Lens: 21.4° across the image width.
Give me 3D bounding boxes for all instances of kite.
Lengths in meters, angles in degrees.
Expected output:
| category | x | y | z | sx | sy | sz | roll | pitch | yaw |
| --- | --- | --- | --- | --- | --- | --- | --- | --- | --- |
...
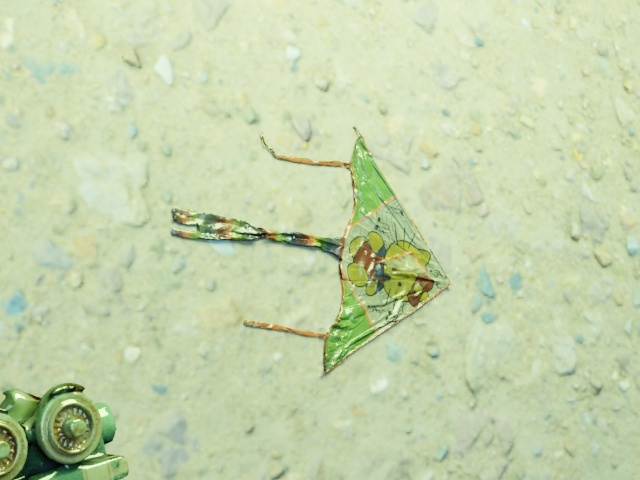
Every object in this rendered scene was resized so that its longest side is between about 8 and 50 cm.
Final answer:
| category | x | y | z | sx | sy | sz | roll | pitch | yaw |
| --- | --- | --- | --- | --- | --- | --- | --- | --- | --- |
| kite | 0.000 | 0.000 | 1.244 | 0.244 | 0.006 | 0.198 | 15 | 70 | -30 |

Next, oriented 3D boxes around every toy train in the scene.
| category | x | y | z | sx | sy | sz | roll | pitch | yaw |
| --- | --- | --- | --- | --- | --- | --- | --- | --- | --- |
| toy train | -0.204 | 0.160 | 1.027 | 0.194 | 0.081 | 0.125 | -13 | 96 | -38 |
